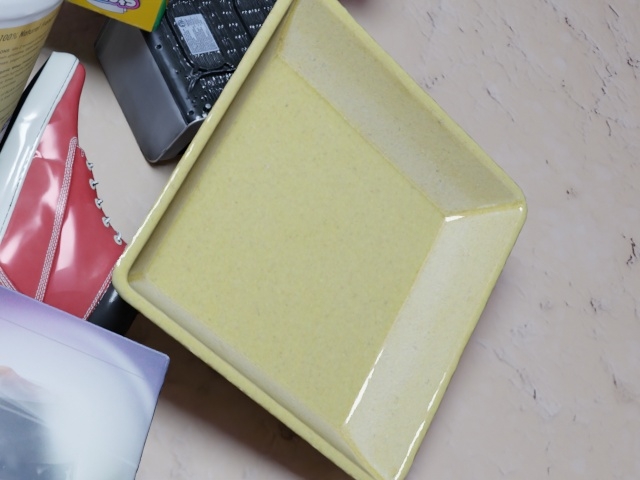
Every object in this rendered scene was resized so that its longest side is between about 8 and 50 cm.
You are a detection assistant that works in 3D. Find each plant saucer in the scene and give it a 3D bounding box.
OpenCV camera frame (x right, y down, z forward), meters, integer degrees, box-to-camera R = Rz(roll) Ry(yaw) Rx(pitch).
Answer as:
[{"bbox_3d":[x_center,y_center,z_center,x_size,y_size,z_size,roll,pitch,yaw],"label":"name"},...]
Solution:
[{"bbox_3d":[0.000,0.000,1.168,0.333,0.081,0.333,42,63,-27],"label":"plant saucer"}]

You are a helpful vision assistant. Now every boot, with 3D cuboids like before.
[{"bbox_3d":[-0.198,-0.031,1.140,0.176,0.088,0.244,22,62,-19],"label":"boot"}]

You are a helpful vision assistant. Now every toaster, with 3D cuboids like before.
[{"bbox_3d":[-0.107,-0.173,1.257,0.168,0.110,0.186,-17,73,-37],"label":"toaster"}]

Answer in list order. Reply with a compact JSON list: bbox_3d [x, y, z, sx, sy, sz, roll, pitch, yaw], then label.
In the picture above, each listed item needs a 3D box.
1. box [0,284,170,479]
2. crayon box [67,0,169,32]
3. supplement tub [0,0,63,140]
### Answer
[{"bbox_3d":[-0.295,0.173,0.901,0.296,0.183,0.294,25,52,-17],"label":"box"},{"bbox_3d":[-0.235,-0.296,1.088,0.278,0.165,0.081,20,50,-10],"label":"crayon box"},{"bbox_3d":[-0.312,-0.181,0.980,0.228,0.316,0.228,22,37,-18],"label":"supplement tub"}]
